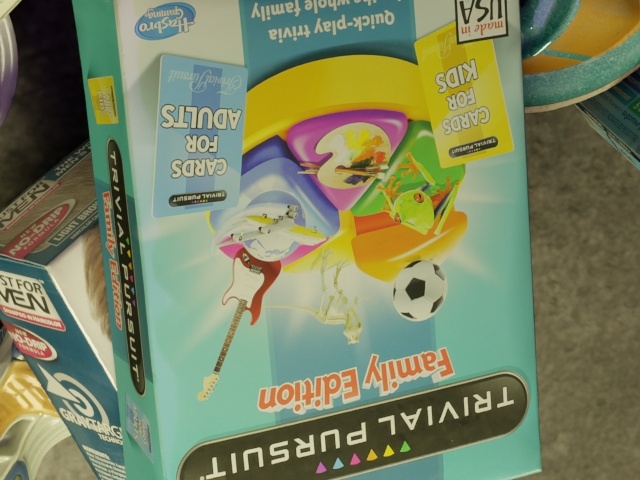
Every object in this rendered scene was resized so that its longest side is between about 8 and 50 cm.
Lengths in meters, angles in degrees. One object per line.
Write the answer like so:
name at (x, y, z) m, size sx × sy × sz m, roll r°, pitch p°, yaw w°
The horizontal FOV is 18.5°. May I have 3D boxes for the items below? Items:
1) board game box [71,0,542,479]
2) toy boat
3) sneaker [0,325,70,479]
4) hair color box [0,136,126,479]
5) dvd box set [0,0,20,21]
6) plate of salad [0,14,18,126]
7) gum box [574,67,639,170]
board game box at (0.000, 0.000, 1.169) m, size 0.253 × 0.079 × 0.336 m, roll -11°, pitch 106°, yaw -23°
toy boat at (0.106, -0.113, 1.296) m, size 0.267 × 0.148 × 0.318 m, roll 9°, pitch 109°, yaw -18°
sneaker at (-0.210, 0.092, 1.326) m, size 0.296 × 0.131 × 0.112 m, roll -44°, pitch 121°, yaw -21°
hair color box at (-0.070, 0.093, 1.287) m, size 0.174 × 0.105 × 0.347 m, roll -44°, pitch 123°, yaw -28°
dvd box set at (-0.244, -0.241, 0.960) m, size 0.307 × 0.062 × 0.420 m, roll -41°, pitch 152°, yaw 26°
plate of salad at (-0.290, -0.123, 1.243) m, size 0.200 × 0.048 × 0.200 m, roll 0°, pitch 121°, yaw 0°
gum box at (0.274, -0.121, 1.330) m, size 0.184 × 0.157 × 0.041 m, roll -39°, pitch 116°, yaw 3°
